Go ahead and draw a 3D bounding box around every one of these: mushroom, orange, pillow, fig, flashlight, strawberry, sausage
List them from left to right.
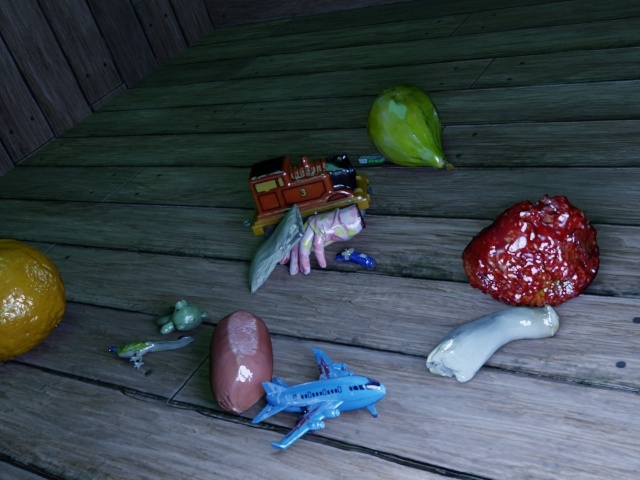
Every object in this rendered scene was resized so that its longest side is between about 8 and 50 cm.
[{"bbox_3d":[-0.859,0.150,2.092,0.341,0.293,0.340,-16,30,10],"label":"orange"},{"bbox_3d":[-0.169,0.249,1.672,0.148,0.148,0.254,-20,32,0],"label":"sausage"},{"bbox_3d":[-0.119,0.022,1.998,0.229,0.050,0.148,-50,19,24],"label":"pillow"},{"bbox_3d":[0.090,0.041,1.954,0.057,0.035,0.121,-37,33,-28],"label":"flashlight"},{"bbox_3d":[0.263,-0.330,2.266,0.233,0.233,0.314,-26,25,-10],"label":"fig"},{"bbox_3d":[0.332,0.189,1.514,0.278,0.099,0.096,-23,35,-11],"label":"mushroom"},{"bbox_3d":[0.441,0.033,1.597,0.274,0.274,0.220,-27,68,-11],"label":"strawberry"}]

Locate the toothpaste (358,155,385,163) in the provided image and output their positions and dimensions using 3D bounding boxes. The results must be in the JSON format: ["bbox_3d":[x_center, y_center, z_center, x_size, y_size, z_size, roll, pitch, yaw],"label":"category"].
[{"bbox_3d":[0.158,-0.248,2.404,0.083,0.017,0.020,3,38,34],"label":"toothpaste"}]

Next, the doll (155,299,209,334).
[{"bbox_3d":[-0.359,0.188,1.959,0.150,0.077,0.115,-5,21,45],"label":"doll"}]

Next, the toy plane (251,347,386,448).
[{"bbox_3d":[0.003,0.304,1.511,0.271,0.105,0.254,-4,35,25],"label":"toy plane"}]

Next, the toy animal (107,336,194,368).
[{"bbox_3d":[-0.415,0.269,1.888,0.217,0.041,0.075,-8,31,12],"label":"toy animal"}]

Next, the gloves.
[{"bbox_3d":[-0.004,-0.009,1.991,0.241,0.126,0.145,-21,28,6],"label":"gloves"}]

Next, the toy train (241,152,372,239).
[{"bbox_3d":[-0.049,-0.118,2.101,0.369,0.231,0.163,-14,30,9],"label":"toy train"}]
